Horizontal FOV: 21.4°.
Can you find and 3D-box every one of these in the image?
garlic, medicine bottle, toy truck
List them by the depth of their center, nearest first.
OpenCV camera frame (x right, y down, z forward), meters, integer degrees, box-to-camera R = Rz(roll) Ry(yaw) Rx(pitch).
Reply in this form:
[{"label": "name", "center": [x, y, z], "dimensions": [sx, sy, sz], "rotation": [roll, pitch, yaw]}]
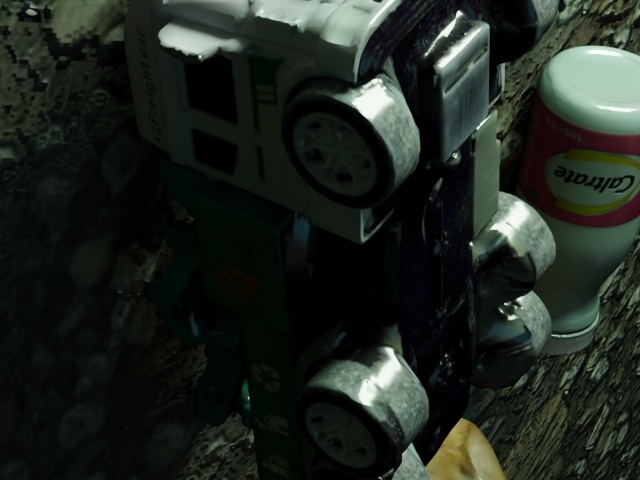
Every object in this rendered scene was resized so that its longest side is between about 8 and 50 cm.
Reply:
[{"label": "toy truck", "center": [0.006, 0.001, 0.838], "dimensions": [0.176, 0.178, 0.363], "rotation": [-48, 150, -38]}, {"label": "medicine bottle", "center": [0.178, -0.022, 1.171], "dimensions": [0.090, 0.090, 0.217], "rotation": [-31, 141, -39]}, {"label": "garlic", "center": [0.082, 0.195, 1.217], "dimensions": [0.115, 0.128, 0.207], "rotation": [-16, 141, 9]}]
